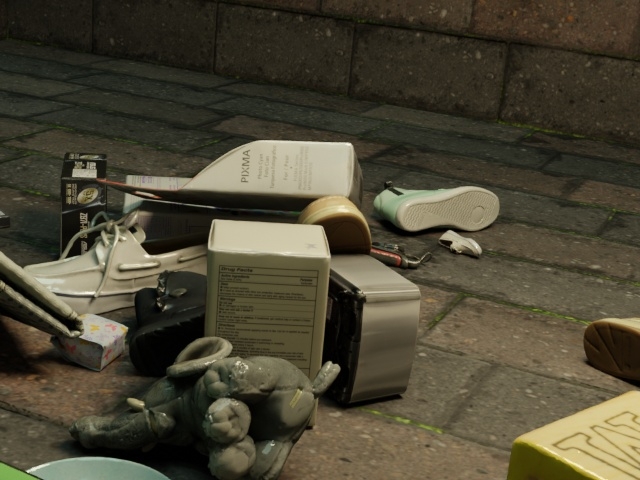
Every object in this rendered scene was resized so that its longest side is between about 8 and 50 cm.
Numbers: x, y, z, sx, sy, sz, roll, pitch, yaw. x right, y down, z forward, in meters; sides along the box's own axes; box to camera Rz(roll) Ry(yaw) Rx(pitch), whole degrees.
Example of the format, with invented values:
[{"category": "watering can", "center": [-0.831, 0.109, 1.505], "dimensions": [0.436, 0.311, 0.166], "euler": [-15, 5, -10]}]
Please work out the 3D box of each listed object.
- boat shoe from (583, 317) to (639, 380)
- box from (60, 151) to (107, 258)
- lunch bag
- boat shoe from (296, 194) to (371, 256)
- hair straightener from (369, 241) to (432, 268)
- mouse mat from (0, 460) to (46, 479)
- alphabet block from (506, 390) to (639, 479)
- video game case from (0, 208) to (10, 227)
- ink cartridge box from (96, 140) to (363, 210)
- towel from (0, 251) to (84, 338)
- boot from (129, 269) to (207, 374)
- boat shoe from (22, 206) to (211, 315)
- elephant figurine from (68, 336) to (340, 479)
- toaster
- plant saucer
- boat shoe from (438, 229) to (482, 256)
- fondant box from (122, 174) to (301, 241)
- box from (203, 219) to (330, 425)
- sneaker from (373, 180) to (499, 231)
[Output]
[{"category": "boat shoe", "center": [0.524, 0.171, 1.540], "dimensions": [0.098, 0.109, 0.302], "euler": [-12, 19, -39]}, {"category": "box", "center": [-0.417, -0.063, 1.916], "dimensions": [0.077, 0.147, 0.180], "euler": [1, 18, -12]}, {"category": "lunch bag", "center": [-0.318, 0.137, 1.490], "dimensions": [0.083, 0.053, 0.071], "euler": [20, 23, 12]}, {"category": "boat shoe", "center": [0.000, 0.000, 1.610], "dimensions": [0.122, 0.110, 0.341], "euler": [-8, -21, -7]}, {"category": "hair straightener", "center": [0.093, 0.008, 2.001], "dimensions": [0.230, 0.047, 0.089], "euler": [9, 19, 10]}, {"category": "mouse mat", "center": [-0.303, 0.252, 0.980], "dimensions": [0.152, 0.007, 0.189], "euler": [31, 13, -22]}, {"category": "alphabet block", "center": [0.301, 0.278, 1.019], "dimensions": [0.197, 0.192, 0.193], "euler": [-10, 21, -41]}, {"category": "video game case", "center": [-0.726, -0.065, 2.033], "dimensions": [0.196, 0.026, 0.274], "euler": [-8, 22, -35]}, {"category": "ink cartridge box", "center": [-0.130, -0.104, 1.748], "dimensions": [0.385, 0.091, 0.308], "euler": [5, -3, 5]}, {"category": "towel", "center": [-0.499, 0.013, 1.441], "dimensions": [0.312, 0.056, 0.324], "euler": [9, -26, 50]}, {"category": "boot", "center": [-0.151, 0.097, 1.540], "dimensions": [0.246, 0.094, 0.207], "euler": [-14, 21, 1]}, {"category": "boat shoe", "center": [-0.303, 0.020, 1.680], "dimensions": [0.367, 0.156, 0.136], "euler": [-3, 19, -24]}, {"category": "elephant figurine", "center": [-0.137, 0.188, 1.254], "dimensions": [0.186, 0.169, 0.239], "euler": [27, -17, -40]}, {"category": "toaster", "center": [0.045, 0.116, 1.466], "dimensions": [0.110, 0.168, 0.186], "euler": [-4, 20, -28]}, {"category": "plant saucer", "center": [-0.234, 0.283, 1.094], "dimensions": [0.195, 0.037, 0.195], "euler": [4, 19, -1]}, {"category": "boat shoe", "center": [0.264, 0.011, 2.072], "dimensions": [0.035, 0.035, 0.100], "euler": [-35, 40, -21]}, {"category": "fondant box", "center": [-0.195, -0.039, 1.990], "dimensions": [0.330, 0.096, 0.238], "euler": [1, 19, -9]}, {"category": "box", "center": [-0.073, 0.102, 1.371], "dimensions": [0.149, 0.232, 0.127], "euler": [4, 18, -5]}, {"category": "sneaker", "center": [0.234, -0.078, 2.230], "dimensions": [0.256, 0.094, 0.151], "euler": [-3, 17, -28]}]
